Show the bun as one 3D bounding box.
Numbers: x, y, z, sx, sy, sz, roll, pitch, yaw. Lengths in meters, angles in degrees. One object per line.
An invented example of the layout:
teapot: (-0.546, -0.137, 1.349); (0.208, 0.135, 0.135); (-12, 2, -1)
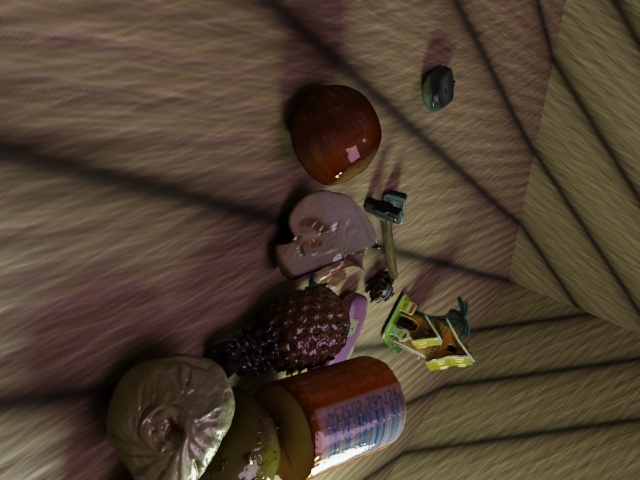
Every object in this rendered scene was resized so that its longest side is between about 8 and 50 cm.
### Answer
bun: (-0.258, 0.317, 1.029); (0.244, 0.243, 0.153); (-54, -172, -22)

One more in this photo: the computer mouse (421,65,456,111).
computer mouse: (0.345, -0.450, 1.695); (0.229, 0.068, 0.113); (-45, 135, -53)

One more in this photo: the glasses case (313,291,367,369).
glasses case: (0.060, 0.310, 1.768); (0.123, 0.075, 0.317); (21, 92, -57)

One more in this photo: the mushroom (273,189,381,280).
mushroom: (-0.008, -0.026, 1.362); (0.236, 0.174, 0.162); (-21, -176, -7)

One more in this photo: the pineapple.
pineapple: (-0.100, 0.223, 1.337); (0.361, 0.202, 0.202); (-9, 120, -41)

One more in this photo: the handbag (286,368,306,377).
handbag: (-0.062, 0.365, 1.652); (0.083, 0.027, 0.061); (-61, 153, -8)

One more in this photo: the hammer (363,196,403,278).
hammer: (0.207, 0.010, 1.756); (0.043, 0.111, 0.366); (-52, 149, -25)

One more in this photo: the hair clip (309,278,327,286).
hair clip: (0.010, 0.112, 1.566); (0.173, 0.049, 0.049); (-29, 135, -57)

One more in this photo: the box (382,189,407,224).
box: (0.228, -0.106, 1.755); (0.054, 0.074, 0.100); (-52, 152, -53)

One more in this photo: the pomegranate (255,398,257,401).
pomegranate: (-0.101, 0.497, 1.503); (0.235, 0.210, 0.210); (-49, 152, -64)

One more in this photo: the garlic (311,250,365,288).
garlic: (0.044, 0.057, 1.518); (0.174, 0.099, 0.124); (-31, 94, -41)

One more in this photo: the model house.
model house: (0.473, 0.338, 2.253); (0.340, 0.323, 0.300); (-60, 153, -11)

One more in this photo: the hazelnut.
hazelnut: (0.033, -0.227, 1.207); (0.214, 0.176, 0.215); (12, 75, -50)

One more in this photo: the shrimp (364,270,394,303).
shrimp: (0.196, 0.164, 1.875); (0.079, 0.090, 0.233); (-57, 173, 26)

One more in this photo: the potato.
potato: (-0.240, 0.478, 1.178); (0.359, 0.269, 0.219); (-43, 112, -28)

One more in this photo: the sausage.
sausage: (0.026, 0.410, 1.338); (0.286, 0.233, 0.233); (-8, 119, -40)
